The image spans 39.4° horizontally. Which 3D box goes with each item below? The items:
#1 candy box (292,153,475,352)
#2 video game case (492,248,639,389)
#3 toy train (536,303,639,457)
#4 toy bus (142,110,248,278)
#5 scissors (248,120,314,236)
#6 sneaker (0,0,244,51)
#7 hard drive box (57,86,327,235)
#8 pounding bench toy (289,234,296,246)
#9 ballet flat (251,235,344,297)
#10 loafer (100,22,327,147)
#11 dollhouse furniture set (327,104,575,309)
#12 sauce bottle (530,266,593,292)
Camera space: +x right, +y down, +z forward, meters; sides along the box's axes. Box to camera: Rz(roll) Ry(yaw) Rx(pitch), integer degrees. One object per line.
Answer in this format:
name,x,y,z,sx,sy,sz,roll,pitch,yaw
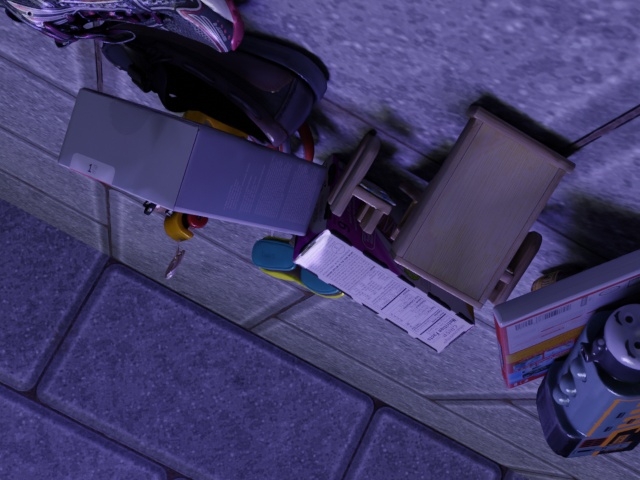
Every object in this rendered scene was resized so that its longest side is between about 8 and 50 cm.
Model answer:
candy box,0.083,0.016,1.118,0.233,0.159,0.071,33,124,-21
video game case,0.296,0.090,0.997,0.285,0.204,0.025,60,-171,-64
toy train,0.357,0.153,0.993,0.190,0.142,0.334,-9,154,-2
toy bus,-0.187,-0.084,1.209,0.104,0.191,0.202,32,-152,-16
scissors,-0.047,-0.074,1.174,0.109,0.021,0.297,23,148,21
sneaker,-0.217,-0.232,0.850,0.299,0.112,0.121,17,173,2
hard drive box,-0.135,-0.084,0.988,0.181,0.089,0.232,21,-175,34
pounding bench toy,0.000,0.000,1.192,0.065,0.052,0.083,33,-179,-22
ballet flat,-0.009,0.035,1.321,0.077,0.077,0.231,13,-179,-41
loafer,-0.138,-0.177,0.974,0.303,0.095,0.109,18,163,31
dollhouse furniture set,0.143,-0.047,0.938,0.212,0.161,0.242,29,-173,-8
sauce bottle,0.302,0.054,1.102,0.042,0.042,0.128,28,163,-4
